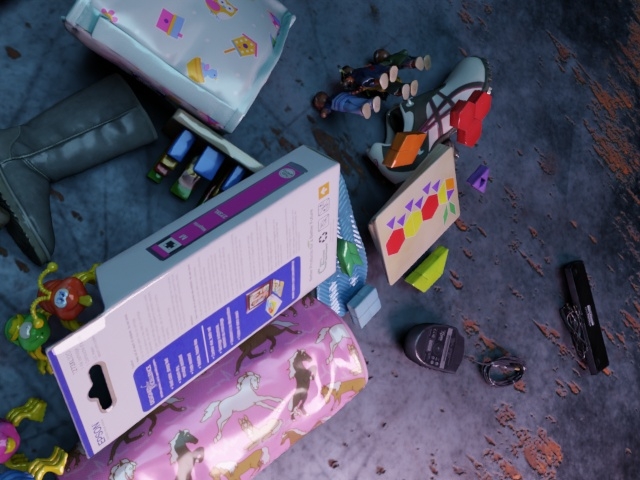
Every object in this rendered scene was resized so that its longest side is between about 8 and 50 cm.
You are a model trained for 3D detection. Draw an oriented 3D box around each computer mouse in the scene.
[{"bbox_3d":[0.221,0.178,1.070,0.242,0.041,0.071,21,80,-28],"label":"computer mouse"}]

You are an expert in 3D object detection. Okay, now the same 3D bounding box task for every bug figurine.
[{"bbox_3d":[-0.300,0.154,0.721,0.072,0.216,0.278,17,75,-33],"label":"bug figurine"}]

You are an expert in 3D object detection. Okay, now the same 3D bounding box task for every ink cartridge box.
[{"bbox_3d":[-0.122,0.053,0.747,0.069,0.175,0.371,31,50,28],"label":"ink cartridge box"}]

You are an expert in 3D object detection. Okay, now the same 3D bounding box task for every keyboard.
[{"bbox_3d":[0.440,0.132,1.190,0.100,0.038,0.192,-6,81,-50],"label":"keyboard"}]

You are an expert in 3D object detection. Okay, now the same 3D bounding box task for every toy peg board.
[{"bbox_3d":[-0.139,-0.080,0.880,0.161,0.161,0.079,33,84,-17],"label":"toy peg board"}]

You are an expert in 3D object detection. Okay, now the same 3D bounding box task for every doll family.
[{"bbox_3d":[0.070,-0.233,1.034,0.193,0.111,0.076,-27,126,-39],"label":"doll family"}]

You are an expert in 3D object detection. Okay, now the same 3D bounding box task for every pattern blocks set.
[{"bbox_3d":[0.137,-0.039,0.981,0.325,0.026,0.285,-37,136,-31],"label":"pattern blocks set"}]

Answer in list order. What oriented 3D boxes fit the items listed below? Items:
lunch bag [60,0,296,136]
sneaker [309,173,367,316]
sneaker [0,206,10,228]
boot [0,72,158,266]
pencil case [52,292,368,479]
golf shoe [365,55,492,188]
[{"bbox_3d":[-0.165,-0.249,0.847,0.223,0.160,0.262,35,34,-17],"label":"lunch bag"},{"bbox_3d":[0.000,0.000,0.968,0.087,0.092,0.228,-18,108,-30],"label":"sneaker"},{"bbox_3d":[-0.436,-0.031,0.761,0.189,0.066,0.071,18,87,2],"label":"sneaker"},{"bbox_3d":[-0.297,-0.092,0.855,0.209,0.076,0.189,-28,95,-34],"label":"boot"},{"bbox_3d":[-0.117,0.216,0.829,0.386,0.167,0.160,-36,53,-27],"label":"pencil case"},{"bbox_3d":[0.176,-0.199,1.080,0.120,0.105,0.272,33,68,-10],"label":"golf shoe"}]
